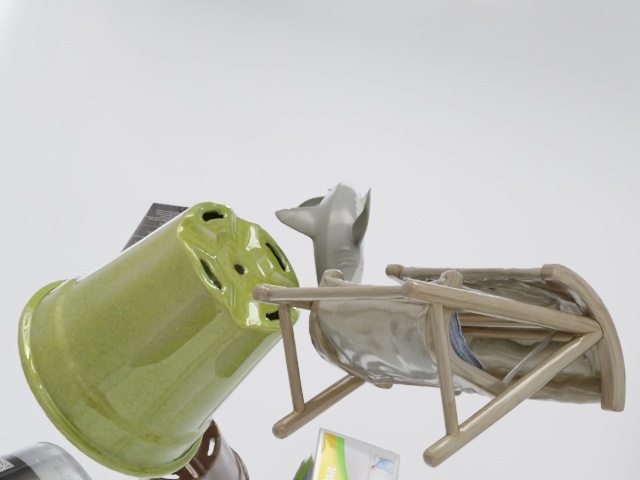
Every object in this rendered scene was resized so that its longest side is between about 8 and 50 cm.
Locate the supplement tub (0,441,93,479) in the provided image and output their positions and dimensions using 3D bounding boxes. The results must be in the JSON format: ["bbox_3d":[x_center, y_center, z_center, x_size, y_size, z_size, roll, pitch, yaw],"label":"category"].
[{"bbox_3d":[-0.352,0.323,1.406,0.316,0.193,0.193,-19,143,-32],"label":"supplement tub"}]

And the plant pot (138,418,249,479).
[{"bbox_3d":[-0.191,0.323,2.199,0.165,0.167,0.167,83,22,-58],"label":"plant pot"}]

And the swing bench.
[{"bbox_3d":[0.114,0.101,1.492,0.253,0.255,0.165,-2,-84,53],"label":"swing bench"}]

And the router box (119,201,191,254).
[{"bbox_3d":[-0.212,0.017,2.104,0.133,0.046,0.179,-58,-152,-13],"label":"router box"}]

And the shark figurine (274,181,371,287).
[{"bbox_3d":[0.002,-0.026,1.861,0.278,0.116,0.166,-89,-175,-61],"label":"shark figurine"}]

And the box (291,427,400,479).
[{"bbox_3d":[0.017,0.332,1.745,0.203,0.103,0.114,-80,-168,-50],"label":"box"}]

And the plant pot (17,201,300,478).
[{"bbox_3d":[-0.168,0.096,1.802,0.254,0.276,0.276,-40,-164,30],"label":"plant pot"}]
